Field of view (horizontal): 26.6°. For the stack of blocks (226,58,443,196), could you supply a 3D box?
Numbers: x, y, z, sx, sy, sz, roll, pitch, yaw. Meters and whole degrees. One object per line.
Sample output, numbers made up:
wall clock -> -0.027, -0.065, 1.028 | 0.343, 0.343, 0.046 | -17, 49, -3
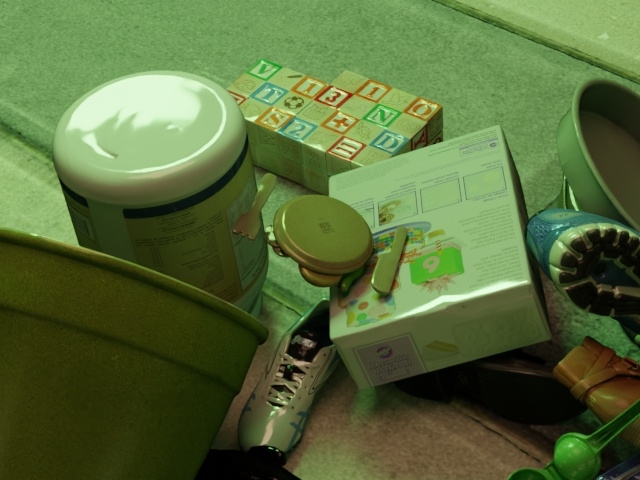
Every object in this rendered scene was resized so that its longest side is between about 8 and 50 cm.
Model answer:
stack of blocks -> 0.008, -0.163, 1.953 | 0.297, 0.087, 0.171 | 24, 51, 28

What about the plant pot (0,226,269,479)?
plant pot -> -0.278, 0.208, 1.384 | 0.367, 0.366, 0.353 | 12, 76, 18

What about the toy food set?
toy food set -> 0.000, 0.000, 1.594 | 0.192, 0.038, 0.132 | 23, 45, 1

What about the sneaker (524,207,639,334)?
sneaker -> 0.367, 0.040, 1.577 | 0.129, 0.330, 0.147 | -55, 33, 10

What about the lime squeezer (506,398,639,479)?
lime squeezer -> 0.247, 0.247, 1.459 | 0.310, 0.110, 0.059 | -37, 56, 9

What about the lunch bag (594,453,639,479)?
lunch bag -> 0.336, 0.277, 1.469 | 0.098, 0.067, 0.065 | -24, 46, -16

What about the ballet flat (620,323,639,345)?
ballet flat -> 0.390, 0.060, 1.691 | 0.058, 0.049, 0.173 | -10, 59, -11

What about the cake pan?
cake pan -> 0.408, -0.075, 1.729 | 0.293, 0.054, 0.293 | 28, 42, -28

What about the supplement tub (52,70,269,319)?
supplement tub -> -0.186, -0.024, 1.659 | 0.228, 0.316, 0.228 | -4, 44, 4

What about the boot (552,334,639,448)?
boot -> 0.360, 0.159, 1.530 | 0.152, 0.073, 0.197 | 37, 26, 22

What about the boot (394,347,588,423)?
boot -> 0.221, 0.098, 1.654 | 0.263, 0.091, 0.229 | 10, 46, 19

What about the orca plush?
orca plush -> -0.068, 0.294, 1.449 | 0.151, 0.102, 0.287 | -43, 60, -15

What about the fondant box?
fondant box -> 0.137, 0.013, 1.657 | 0.238, 0.096, 0.330 | -17, 34, 12

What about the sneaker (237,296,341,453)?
sneaker -> -0.034, 0.162, 1.618 | 0.085, 0.086, 0.237 | 16, 49, 19

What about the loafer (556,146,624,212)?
loafer -> 0.366, -0.087, 1.835 | 0.094, 0.087, 0.251 | 0, 44, 6
